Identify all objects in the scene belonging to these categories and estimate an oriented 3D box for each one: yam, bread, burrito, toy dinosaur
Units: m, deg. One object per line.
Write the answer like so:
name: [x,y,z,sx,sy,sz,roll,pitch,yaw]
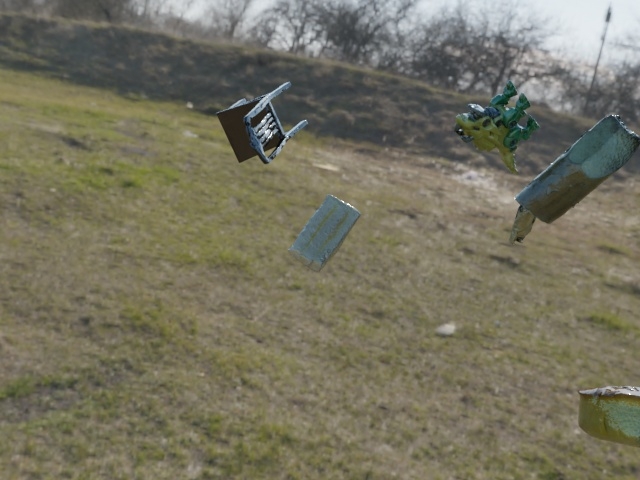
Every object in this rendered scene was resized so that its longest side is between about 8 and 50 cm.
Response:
yam: [0.531,-0.143,1.517,0.106,0.259,0.106,37,24,-19]
bread: [0.008,-0.015,1.389,0.077,0.105,0.152,32,18,3]
burrito: [0.544,-0.050,1.966,0.055,0.149,0.041,4,39,-14]
bread: [0.442,0.256,1.086,0.125,0.086,0.156,2,-15,38]
toy dinosaur: [0.395,-0.229,1.576,0.259,0.153,0.094,35,21,-42]

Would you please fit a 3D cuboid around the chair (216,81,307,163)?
chair: [-0.103,-0.161,1.089,0.101,0.084,0.212,-17,20,24]
